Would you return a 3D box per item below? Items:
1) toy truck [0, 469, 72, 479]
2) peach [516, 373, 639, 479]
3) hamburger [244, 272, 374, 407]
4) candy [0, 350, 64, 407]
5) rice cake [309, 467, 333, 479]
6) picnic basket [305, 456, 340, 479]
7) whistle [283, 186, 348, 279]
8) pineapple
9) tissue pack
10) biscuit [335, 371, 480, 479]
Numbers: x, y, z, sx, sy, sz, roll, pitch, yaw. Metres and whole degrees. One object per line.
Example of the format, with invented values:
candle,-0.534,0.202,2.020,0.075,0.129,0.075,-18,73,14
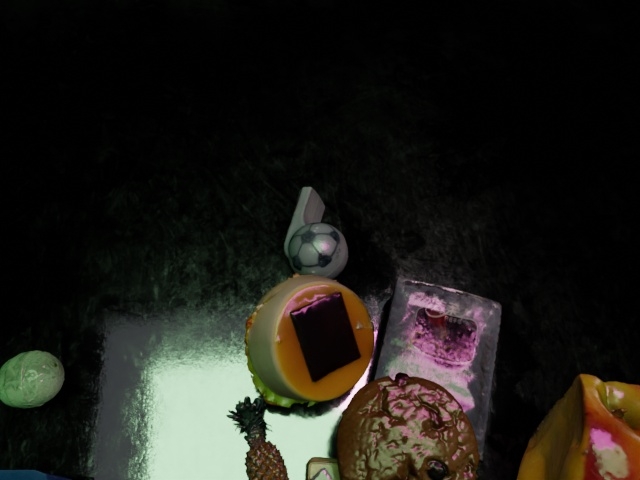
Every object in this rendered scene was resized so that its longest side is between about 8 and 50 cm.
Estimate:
toy truck,-0.607,0.593,0.845,0.175,0.146,0.367,23,60,16
peach,0.524,0.476,0.896,0.242,0.380,0.306,19,37,7
hamburger,-0.027,0.212,1.038,0.294,0.179,0.276,-23,97,-25
candy,-0.769,0.325,1.010,0.440,0.119,0.119,-11,64,0
rice cake,0.026,0.551,0.877,0.124,0.038,0.211,-35,72,-21
picnic basket,0.023,0.529,0.955,0.115,0.079,0.164,7,63,-2
whistle,0.000,0.000,1.188,0.163,0.163,0.290,13,63,3
pineapple,-0.125,0.434,0.981,0.083,0.103,0.221,-23,66,-1
tissue pack,0.255,0.284,1.077,0.259,0.122,0.361,16,65,8
biscuit,0.165,0.406,0.912,0.296,0.075,0.296,-1,68,2
